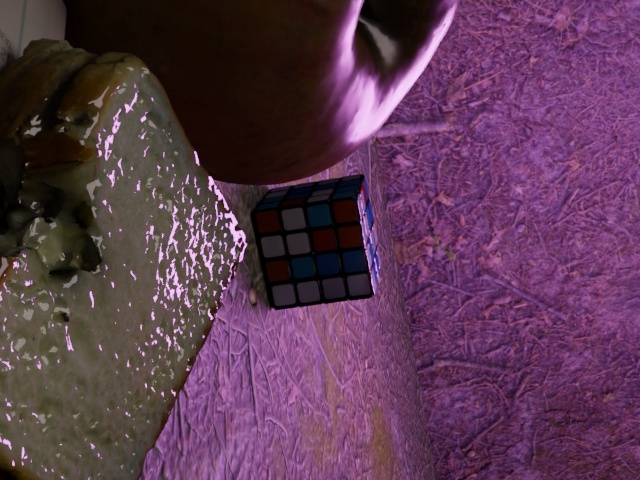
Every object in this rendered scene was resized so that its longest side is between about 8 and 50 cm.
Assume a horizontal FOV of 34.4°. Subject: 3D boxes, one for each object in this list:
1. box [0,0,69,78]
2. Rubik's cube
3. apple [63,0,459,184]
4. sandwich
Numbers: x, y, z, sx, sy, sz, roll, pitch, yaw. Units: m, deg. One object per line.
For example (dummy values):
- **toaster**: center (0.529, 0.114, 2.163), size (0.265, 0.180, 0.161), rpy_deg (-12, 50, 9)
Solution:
- **box**: center (-0.246, -0.162, 0.620), size (0.269, 0.079, 0.135), rpy_deg (61, 25, -60)
- **Rubik's cube**: center (0.000, 0.000, 1.537), size (0.151, 0.154, 0.155), rpy_deg (-63, 144, -72)
- **apple**: center (-0.065, -0.249, 0.890), size (0.400, 0.334, 0.400), rpy_deg (-42, 148, -34)
- **sandwich**: center (-0.160, 0.038, 0.650), size (0.249, 0.095, 0.273), rpy_deg (71, 35, -53)
